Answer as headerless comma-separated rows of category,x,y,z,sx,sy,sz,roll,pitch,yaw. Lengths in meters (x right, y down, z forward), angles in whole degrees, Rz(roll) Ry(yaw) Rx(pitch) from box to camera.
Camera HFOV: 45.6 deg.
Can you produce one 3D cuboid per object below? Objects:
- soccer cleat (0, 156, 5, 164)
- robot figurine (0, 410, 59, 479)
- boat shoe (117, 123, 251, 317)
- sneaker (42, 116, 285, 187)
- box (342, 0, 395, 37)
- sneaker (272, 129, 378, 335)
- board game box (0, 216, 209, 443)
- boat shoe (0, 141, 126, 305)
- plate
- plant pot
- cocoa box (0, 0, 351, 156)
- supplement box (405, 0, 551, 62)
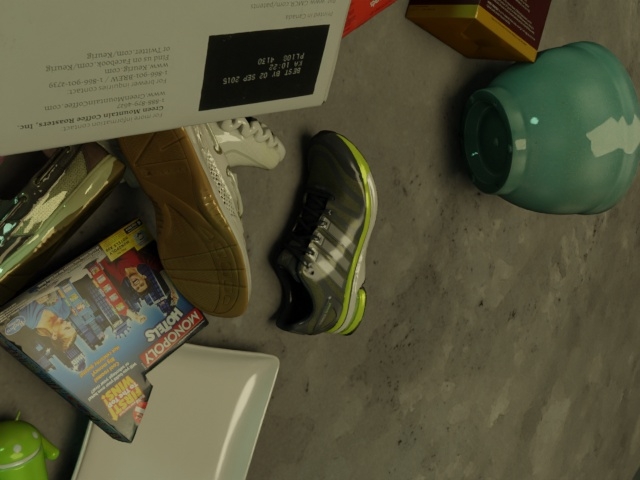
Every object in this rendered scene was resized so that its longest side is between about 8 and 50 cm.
soccer cleat,-0.320,-0.075,0.690,0.083,0.095,0.248,40,73,-45
robot figurine,-0.324,0.241,0.802,0.101,0.067,0.115,-45,137,-65
boat shoe,-0.121,-0.043,0.790,0.096,0.098,0.277,-69,153,-50
sneaker,-0.170,-0.113,0.842,0.292,0.110,0.118,12,101,-40
box,0.014,-0.341,0.941,0.257,0.122,0.128,-42,129,-30
sneaker,0.000,0.000,1.047,0.121,0.111,0.300,-11,108,-40
board game box,-0.227,0.108,0.820,0.194,0.060,0.194,-38,105,-32
boat shoe,-0.284,-0.012,0.718,0.073,0.080,0.223,43,77,-3
plate,-0.194,0.260,0.963,0.277,0.045,0.278,18,89,-47
plant pot,0.356,-0.174,1.269,0.196,0.293,0.293,-10,111,-17
cocoa box,-0.169,-0.240,0.618,0.347,0.228,0.232,-15,139,-33
supplement box,0.260,-0.402,1.178,0.191,0.129,0.194,14,92,-48
